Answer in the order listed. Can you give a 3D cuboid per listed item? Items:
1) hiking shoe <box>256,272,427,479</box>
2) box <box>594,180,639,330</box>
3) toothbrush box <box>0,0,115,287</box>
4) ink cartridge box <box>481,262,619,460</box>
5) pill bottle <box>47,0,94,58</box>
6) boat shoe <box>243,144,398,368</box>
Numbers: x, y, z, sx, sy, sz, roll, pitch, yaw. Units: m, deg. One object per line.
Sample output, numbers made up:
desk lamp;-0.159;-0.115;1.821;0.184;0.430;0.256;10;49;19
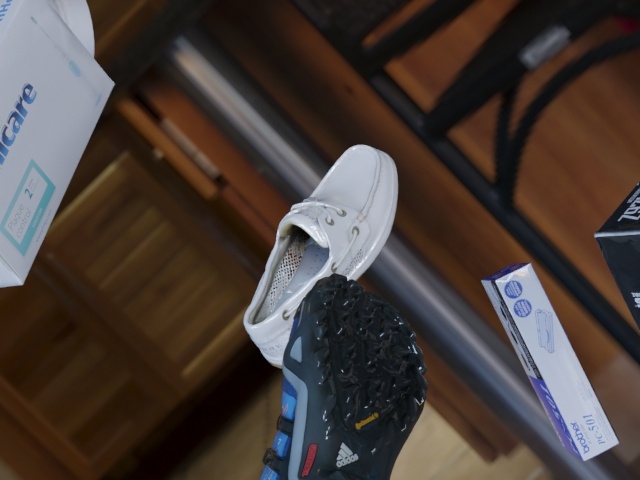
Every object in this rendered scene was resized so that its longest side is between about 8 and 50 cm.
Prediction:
hiking shoe;-0.006;0.149;1.051;0.132;0.113;0.304;-41;28;33
box;0.249;-0.027;0.768;0.147;0.077;0.180;-4;33;48
toothbrush box;-0.345;-0.071;1.262;0.295;0.126;0.216;-8;47;31
ink cartridge box;0.239;0.125;1.627;0.046;0.207;0.097;-27;0;-3
pill bottle;-0.375;-0.230;1.791;0.208;0.119;0.119;-10;-4;-22
boat shoe;0.000;0.000;1.676;0.098;0.096;0.277;6;61;36
